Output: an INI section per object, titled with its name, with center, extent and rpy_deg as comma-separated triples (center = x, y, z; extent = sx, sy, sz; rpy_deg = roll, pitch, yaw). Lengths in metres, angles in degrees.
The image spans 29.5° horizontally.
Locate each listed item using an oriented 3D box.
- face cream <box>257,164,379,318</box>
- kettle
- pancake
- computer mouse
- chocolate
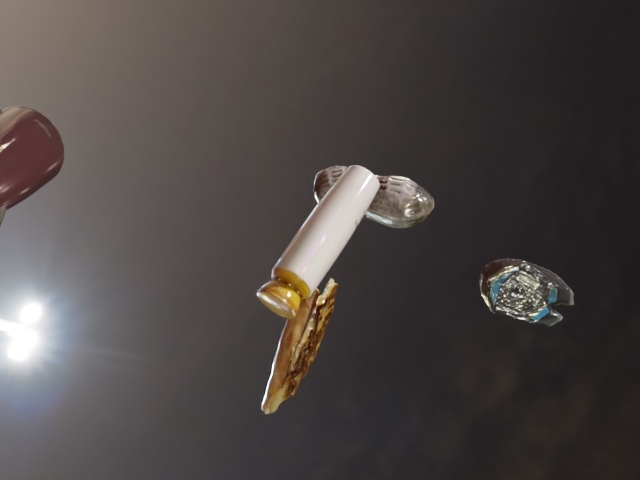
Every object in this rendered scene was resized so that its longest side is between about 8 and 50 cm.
[face cream]
center = 0.000, 0.000, 1.299
extent = 0.182, 0.051, 0.072
rpy_deg = -55, 178, -22
[kettle]
center = -0.544, -0.132, 1.965
extent = 0.144, 0.202, 0.232
rpy_deg = -33, -168, 26
[pancake]
center = -0.037, 0.177, 2.273
extent = 0.212, 0.056, 0.257
rpy_deg = 93, 21, -52
[computer mouse]
center = 0.259, 0.062, 1.549
extent = 0.079, 0.135, 0.047
rpy_deg = -60, -161, 18
[chocolate]
center = 0.103, -0.085, 2.432
extent = 0.110, 0.248, 0.110
rpy_deg = 9, 90, -76
